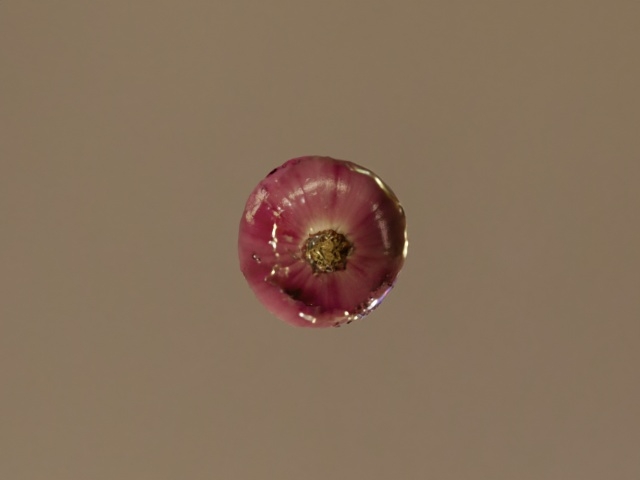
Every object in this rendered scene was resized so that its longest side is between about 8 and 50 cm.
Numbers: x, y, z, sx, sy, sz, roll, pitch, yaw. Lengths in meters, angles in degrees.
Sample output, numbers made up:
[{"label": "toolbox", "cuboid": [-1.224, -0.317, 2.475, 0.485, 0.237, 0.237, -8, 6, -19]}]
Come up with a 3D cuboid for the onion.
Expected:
[{"label": "onion", "cuboid": [0.000, 0.000, 0.986, 0.104, 0.115, 0.115, -125, 34, -73]}]
